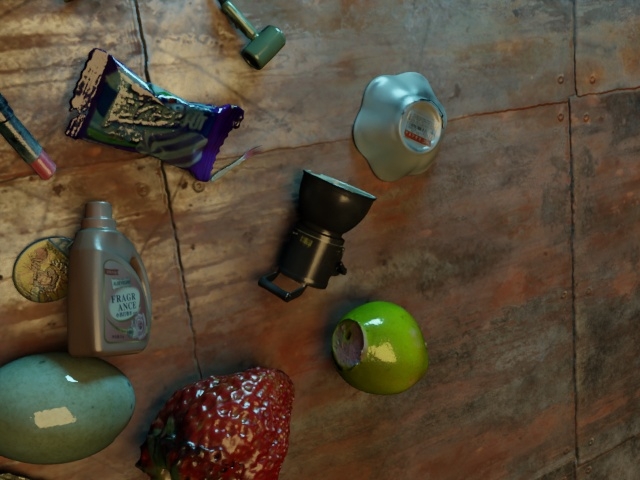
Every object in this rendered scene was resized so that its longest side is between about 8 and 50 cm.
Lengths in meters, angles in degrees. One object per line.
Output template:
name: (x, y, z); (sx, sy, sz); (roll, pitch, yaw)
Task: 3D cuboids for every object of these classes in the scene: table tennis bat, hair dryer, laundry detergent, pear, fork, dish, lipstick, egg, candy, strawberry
table tennis bat: (-0.416, 0.033, 1.038); (0.155, 0.019, 0.100); (-44, 117, -13)
hair dryer: (-0.133, -0.370, 1.113); (0.150, 0.047, 0.071); (44, 75, -18)
laundry detergent: (-0.330, 0.065, 1.038); (0.171, 0.076, 0.237); (21, 64, -70)
pear: (0.127, 0.215, 1.298); (0.220, 0.187, 0.187); (9, 95, -39)
fork: (-0.149, -0.137, 1.158); (0.115, 0.012, 0.016); (-37, 116, -19)
dish: (0.180, -0.225, 1.290); (0.229, 0.081, 0.229); (-7, 104, -29)
lipstick: (-0.469, -0.186, 0.944); (0.053, 0.053, 0.234); (-42, 118, -16)
egg: (-0.405, 0.256, 1.000); (0.237, 0.169, 0.169); (7, 96, -29)
candy: (-0.263, -0.193, 1.054); (0.275, 0.070, 0.145); (17, 98, -36)
strawberry: (-0.154, 0.342, 1.132); (0.288, 0.250, 0.238); (-36, 111, -47)

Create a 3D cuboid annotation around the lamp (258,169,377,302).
lamp: (0.000, 0.000, 1.214); (0.172, 0.147, 0.227); (10, 104, -54)

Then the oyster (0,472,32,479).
oyster: (-0.511, 0.431, 1.040); (0.177, 0.064, 0.124); (18, 87, -33)

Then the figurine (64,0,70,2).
figurine: (-0.367, -0.455, 0.876); (0.215, 0.215, 0.228); (-17, 94, -26)
